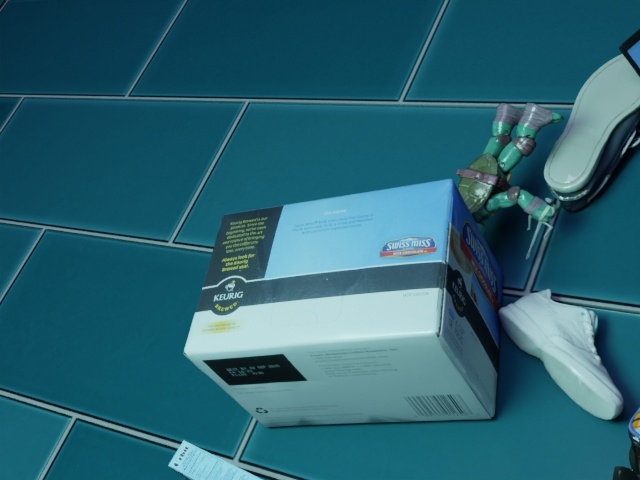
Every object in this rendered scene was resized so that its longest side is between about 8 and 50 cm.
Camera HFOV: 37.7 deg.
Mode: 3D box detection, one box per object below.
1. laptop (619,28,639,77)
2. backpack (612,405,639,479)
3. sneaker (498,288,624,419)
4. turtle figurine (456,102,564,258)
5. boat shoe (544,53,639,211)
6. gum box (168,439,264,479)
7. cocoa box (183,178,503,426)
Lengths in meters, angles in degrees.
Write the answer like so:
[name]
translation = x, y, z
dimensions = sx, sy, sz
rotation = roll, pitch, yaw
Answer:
[laptop]
translation = 0.585, -0.233, 1.239
dimensions = 0.234, 0.136, 0.264
rotation = -41, 46, -3
[backpack]
translation = 0.475, 0.188, 0.940
dimensions = 0.263, 0.213, 0.276
rotation = 32, 72, 32
[sneaker]
translation = 0.317, 0.128, 1.165
dimensions = 0.094, 0.080, 0.212
rotation = -30, 44, -10
[turtle figurine]
translation = 0.243, -0.071, 1.285
dimensions = 0.175, 0.118, 0.234
rotation = 23, 91, 52
[boat shoe]
translation = 0.403, -0.154, 1.326
dimensions = 0.095, 0.079, 0.255
rotation = 17, 68, 36
[gum box]
translation = -0.080, 0.329, 1.180
dimensions = 0.184, 0.157, 0.041
rotation = 16, 66, 38
[cocoa box]
translation = 0.042, 0.092, 1.240
dimensions = 0.347, 0.231, 0.228
rotation = -8, 52, 26
